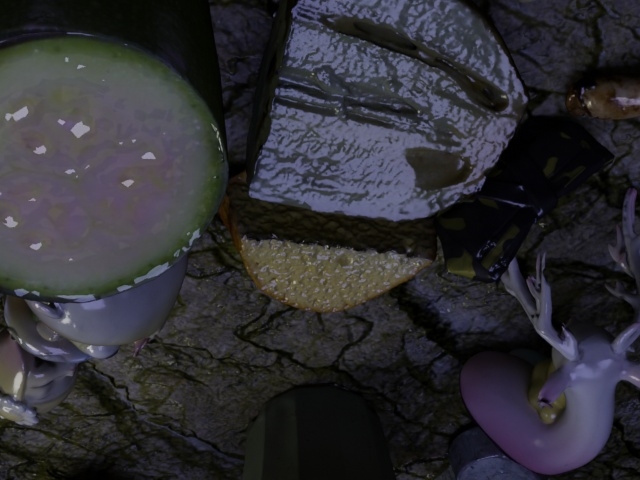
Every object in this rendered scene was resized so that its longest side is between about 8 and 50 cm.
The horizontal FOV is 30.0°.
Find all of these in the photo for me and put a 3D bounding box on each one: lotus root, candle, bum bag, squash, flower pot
[{"bbox_3d":[0.074,-0.167,1.235,0.260,0.149,0.267,9,118,-12],"label":"lotus root"},{"bbox_3d":[0.251,0.347,1.710,0.168,0.068,0.192,6,131,-13],"label":"candle"},{"bbox_3d":[0.218,-0.047,1.330,0.232,0.106,0.060,-43,153,-13],"label":"bum bag"},{"bbox_3d":[-0.221,-0.168,1.049,0.263,0.384,0.263,-5,129,-6],"label":"squash"},{"bbox_3d":[-0.004,0.347,1.558,0.290,0.259,0.290,-4,130,-4],"label":"flower pot"}]

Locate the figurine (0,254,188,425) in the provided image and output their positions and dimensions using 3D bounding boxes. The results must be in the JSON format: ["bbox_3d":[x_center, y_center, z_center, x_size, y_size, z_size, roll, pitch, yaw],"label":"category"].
[{"bbox_3d":[-0.318,0.067,1.381,0.274,0.226,0.394,37,133,5],"label":"figurine"}]

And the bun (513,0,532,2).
[{"bbox_3d":[0.200,-0.318,1.134,0.220,0.134,0.220,-2,132,-2],"label":"bun"}]

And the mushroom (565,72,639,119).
[{"bbox_3d":[0.425,-0.227,1.236,0.232,0.301,0.208,15,82,-15],"label":"mushroom"}]

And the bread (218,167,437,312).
[{"bbox_3d":[0.004,0.007,1.375,0.260,0.129,0.134,5,135,-9],"label":"bread"}]

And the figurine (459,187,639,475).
[{"bbox_3d":[0.283,0.110,1.443,0.206,0.284,0.316,0,153,-19],"label":"figurine"}]
